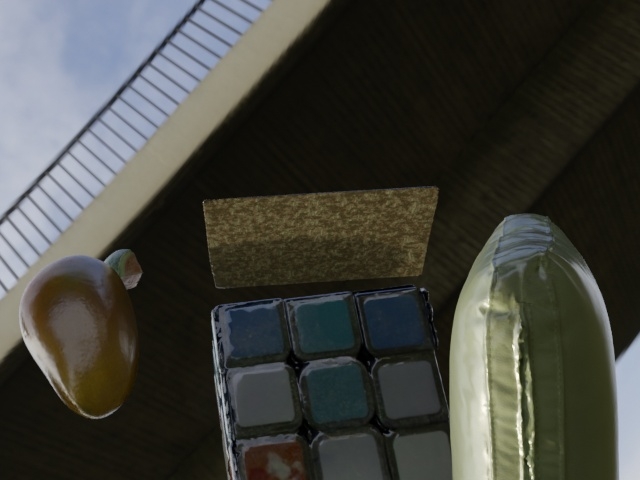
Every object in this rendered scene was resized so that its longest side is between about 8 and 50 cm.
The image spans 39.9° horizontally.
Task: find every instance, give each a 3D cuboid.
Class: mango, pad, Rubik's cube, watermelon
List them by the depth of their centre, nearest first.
[{"bbox_3d":[0.000,0.000,0.923,0.235,0.003,0.158,-4,-36,-5],"label":"pad"},{"bbox_3d":[-0.284,0.109,1.040,0.138,0.253,0.113,26,-65,-34],"label":"mango"},{"bbox_3d":[0.006,0.305,1.466,0.359,0.362,0.363,-8,-25,-12],"label":"Rubik's cube"},{"bbox_3d":[-0.364,0.066,1.588,0.084,0.072,0.092,-40,26,60],"label":"watermelon"}]

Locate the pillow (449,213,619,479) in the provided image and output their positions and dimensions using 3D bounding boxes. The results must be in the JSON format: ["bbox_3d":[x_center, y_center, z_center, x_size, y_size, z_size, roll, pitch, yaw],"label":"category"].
[{"bbox_3d":[0.162,0.149,0.667,0.255,0.120,0.322,-30,-64,-74],"label":"pillow"}]
